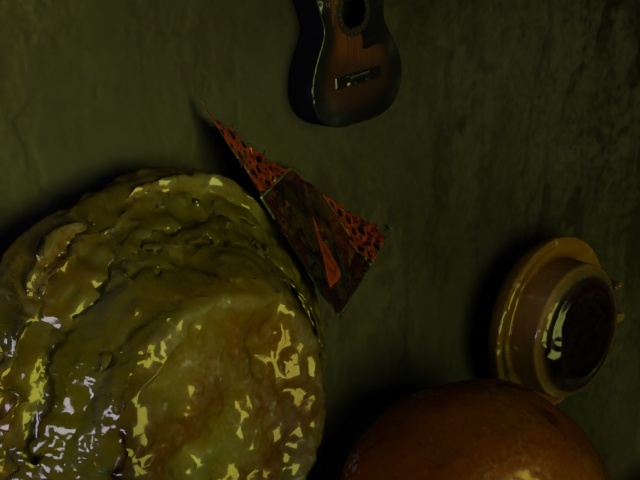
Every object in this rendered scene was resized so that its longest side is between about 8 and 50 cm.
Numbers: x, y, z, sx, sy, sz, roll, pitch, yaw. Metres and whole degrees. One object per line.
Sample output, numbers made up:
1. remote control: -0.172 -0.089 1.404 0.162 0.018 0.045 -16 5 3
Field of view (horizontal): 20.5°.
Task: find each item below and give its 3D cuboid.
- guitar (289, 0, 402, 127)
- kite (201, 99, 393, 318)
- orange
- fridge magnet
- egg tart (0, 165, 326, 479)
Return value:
1. guitar: 0.012 -0.190 1.175 0.088 0.025 0.233 -21 114 -40
2. kite: -0.001 0.001 1.164 0.222 0.008 0.125 32 33 -47
3. orange: 0.103 0.209 1.274 0.224 0.170 0.224 -5 103 -23
4. fridge magnet: 0.185 0.067 1.392 0.143 0.063 0.143 -19 116 -44
5. egg tart: -0.088 0.097 1.079 0.294 0.123 0.294 -14 109 -46
